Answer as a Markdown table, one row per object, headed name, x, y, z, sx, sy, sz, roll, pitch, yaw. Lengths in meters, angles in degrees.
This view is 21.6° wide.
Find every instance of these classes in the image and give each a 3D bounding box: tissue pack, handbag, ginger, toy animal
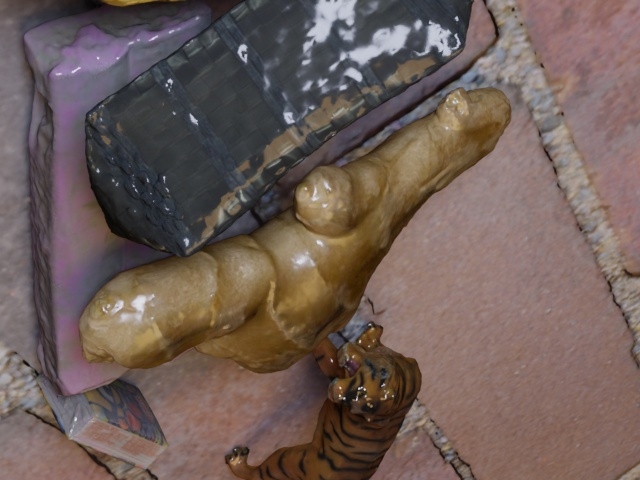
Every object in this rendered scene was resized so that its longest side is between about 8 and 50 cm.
| name | x | y | z | sx | sy | sz | roll | pitch | yaw |
| --- | --- | --- | --- | --- | --- | --- | --- | --- | --- |
| tissue pack | -0.149 | 0.118 | 1.156 | 0.035 | 0.063 | 0.083 | -46 | 142 | 11 |
| handbag | -0.018 | -0.082 | 0.902 | 0.270 | 0.089 | 0.175 | -37 | -179 | 5 |
| ginger | 0.000 | 0.000 | 1.072 | 0.333 | 0.081 | 0.148 | -37 | 132 | -13 |
| toy animal | 0.012 | 0.153 | 1.260 | 0.114 | 0.116 | 0.255 | -6 | 136 | -27 |

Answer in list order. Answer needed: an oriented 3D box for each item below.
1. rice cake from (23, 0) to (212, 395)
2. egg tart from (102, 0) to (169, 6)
| name | x | y | z | sx | sy | sz | roll | pitch | yaw |
| --- | --- | --- | --- | --- | --- | --- | --- | --- | --- |
| rice cake | -0.126 | -0.021 | 1.028 | 0.106 | 0.050 | 0.298 | -20 | 141 | -24 |
| egg tart | -0.072 | -0.242 | 0.776 | 0.295 | 0.116 | 0.295 | -17 | 139 | -15 |
